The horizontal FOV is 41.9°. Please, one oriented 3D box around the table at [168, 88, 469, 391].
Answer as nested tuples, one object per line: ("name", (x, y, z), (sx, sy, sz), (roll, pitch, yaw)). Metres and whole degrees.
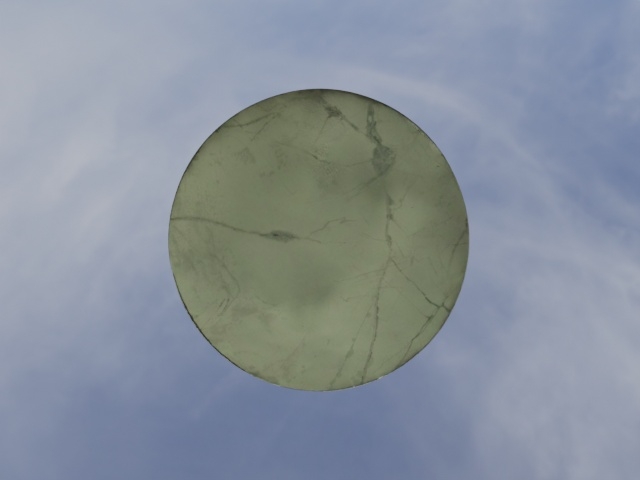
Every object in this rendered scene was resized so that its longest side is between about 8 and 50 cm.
("table", (0.000, 0.000, 0.387), (0.134, 0.133, 0.043), (-8, 178, 4))
